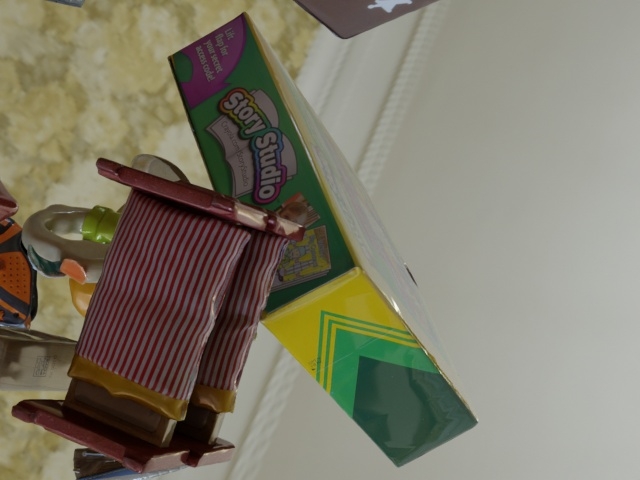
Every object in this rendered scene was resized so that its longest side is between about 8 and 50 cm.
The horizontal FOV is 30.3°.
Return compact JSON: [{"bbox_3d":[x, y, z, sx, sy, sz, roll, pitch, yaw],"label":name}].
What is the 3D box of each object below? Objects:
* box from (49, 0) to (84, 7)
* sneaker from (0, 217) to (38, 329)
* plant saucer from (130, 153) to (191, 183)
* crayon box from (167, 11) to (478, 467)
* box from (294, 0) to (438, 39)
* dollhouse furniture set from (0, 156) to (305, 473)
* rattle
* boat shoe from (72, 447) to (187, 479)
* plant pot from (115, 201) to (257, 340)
[{"bbox_3d":[-0.439,-0.392,1.563,0.233,0.183,0.059,32,-77,15],"label":"box"},{"bbox_3d":[-0.481,0.109,1.554,0.321,0.180,0.124,-63,-173,-5],"label":"sneaker"},{"bbox_3d":[-0.136,-0.044,1.055,0.083,0.083,0.015,15,-137,42],"label":"plant saucer"},{"bbox_3d":[0.000,0.000,1.177,0.106,0.313,0.363,-30,-132,8],"label":"crayon box"},{"bbox_3d":[-0.002,-0.332,0.671,0.143,0.191,0.381,-17,-114,28],"label":"box"},{"bbox_3d":[-0.222,0.027,0.928,0.374,0.152,0.201,16,-91,23],"label":"dollhouse furniture set"},{"bbox_3d":[-0.253,0.047,1.195,0.142,0.130,0.199,-60,-161,17],"label":"rattle"},{"bbox_3d":[-0.219,0.261,1.463,0.183,0.066,0.066,-15,-95,-5],"label":"boat shoe"},{"bbox_3d":[-0.243,0.063,1.802,0.187,0.212,0.212,-23,-118,30],"label":"plant pot"}]
